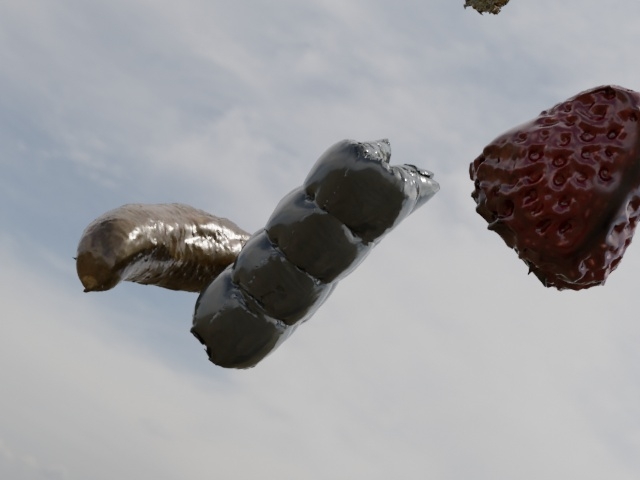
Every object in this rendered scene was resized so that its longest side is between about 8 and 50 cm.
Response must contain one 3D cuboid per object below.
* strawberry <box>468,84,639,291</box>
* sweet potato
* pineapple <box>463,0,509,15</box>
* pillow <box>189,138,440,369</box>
[{"bbox_3d":[0.449,-0.110,1.921,0.295,0.345,0.317,28,24,-40],"label":"strawberry"},{"bbox_3d":[-0.150,0.012,1.162,0.114,0.092,0.341,42,17,26],"label":"sweet potato"},{"bbox_3d":[0.161,-0.238,1.060,0.019,0.045,0.083,1,8,-35],"label":"pineapple"},{"bbox_3d":[0.000,0.000,1.045,0.101,0.228,0.326,42,8,5],"label":"pillow"}]
